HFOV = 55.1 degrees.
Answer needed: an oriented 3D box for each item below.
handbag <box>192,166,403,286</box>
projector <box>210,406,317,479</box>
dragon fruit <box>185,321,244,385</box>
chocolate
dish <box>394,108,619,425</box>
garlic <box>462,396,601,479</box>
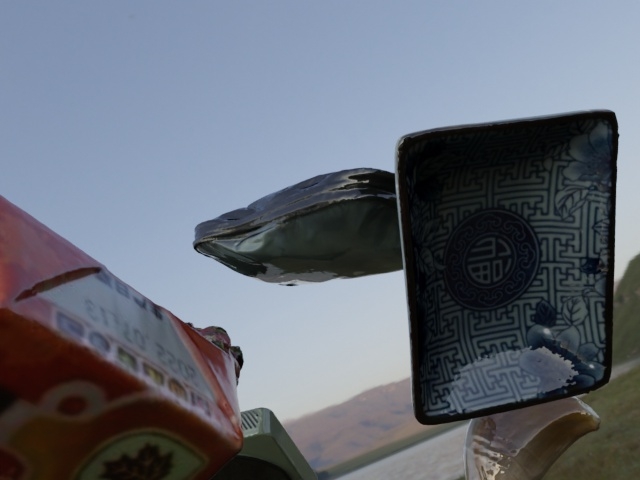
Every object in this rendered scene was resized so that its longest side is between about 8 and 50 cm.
[{"bbox_3d":[-0.002,0.000,0.720,0.192,0.074,0.332,23,-27,-39],"label":"handbag"},{"bbox_3d":[-0.158,0.366,0.972,0.257,0.079,0.259,-16,-47,7],"label":"projector"},{"bbox_3d":[-0.261,0.231,1.073,0.269,0.200,0.198,12,23,30],"label":"dragon fruit"},{"bbox_3d":[-0.198,0.130,0.391,0.237,0.108,0.235,-41,-51,1],"label":"chocolate"},{"bbox_3d":[0.145,0.018,0.515,0.182,0.243,0.080,-9,16,-10],"label":"dish"},{"bbox_3d":[0.235,0.255,0.736,0.198,0.090,0.129,-35,30,-30],"label":"garlic"}]
